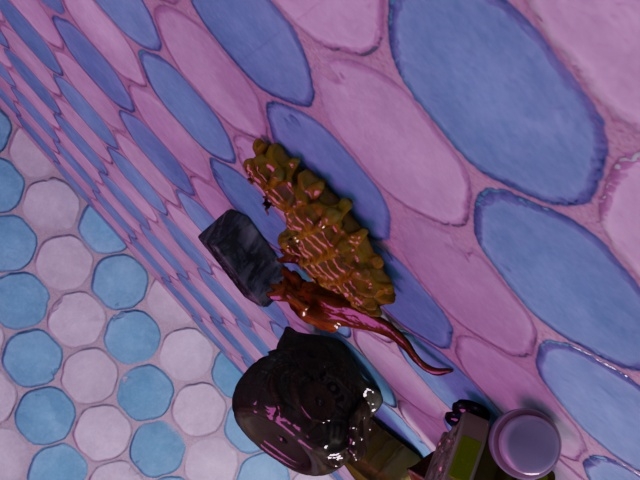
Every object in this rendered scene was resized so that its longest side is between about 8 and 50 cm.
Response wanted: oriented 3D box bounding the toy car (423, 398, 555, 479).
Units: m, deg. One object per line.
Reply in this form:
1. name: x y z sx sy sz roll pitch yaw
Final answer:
1. toy car: 0.256 0.377 1.354 0.198 0.204 0.248 22 159 6

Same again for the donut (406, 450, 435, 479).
1. donut: 0.263 0.476 1.717 0.217 0.085 0.141 32 159 41

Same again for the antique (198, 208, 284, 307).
1. antique: -0.139 0.039 1.702 0.183 0.086 0.088 55 164 -27

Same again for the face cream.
1. face cream: 0.266 0.267 1.170 0.091 0.091 0.095 46 172 5

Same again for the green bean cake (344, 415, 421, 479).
1. green bean cake: 0.164 0.546 2.086 0.236 0.124 0.233 29 157 48

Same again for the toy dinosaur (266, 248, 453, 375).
1. toy dinosaur: 0.010 0.105 1.449 0.208 0.097 0.432 41 175 -36

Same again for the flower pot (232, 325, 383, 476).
1. flower pot: -0.022 0.333 1.816 0.302 0.213 0.302 27 147 19

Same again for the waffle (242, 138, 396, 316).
1. waffle: 0.000 0.000 1.266 0.260 0.069 0.293 38 164 34
